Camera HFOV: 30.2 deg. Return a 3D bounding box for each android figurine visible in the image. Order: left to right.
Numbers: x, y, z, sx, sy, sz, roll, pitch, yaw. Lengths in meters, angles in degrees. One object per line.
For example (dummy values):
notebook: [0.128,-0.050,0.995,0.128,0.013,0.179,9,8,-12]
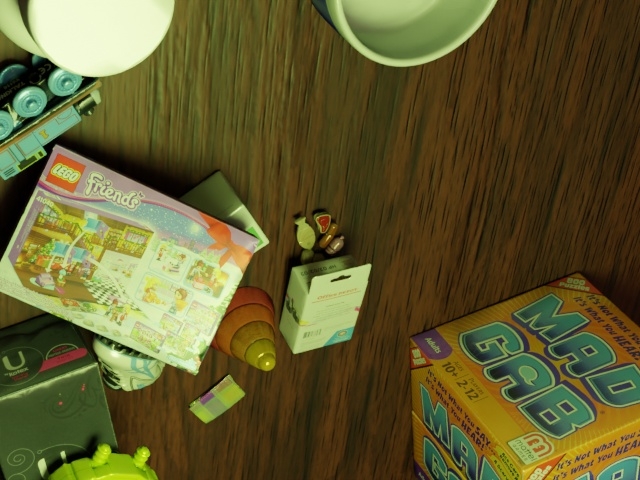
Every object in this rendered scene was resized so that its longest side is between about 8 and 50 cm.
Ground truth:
android figurine: [-0.329,0.394,1.670,0.248,0.056,0.273,11,118,-37]

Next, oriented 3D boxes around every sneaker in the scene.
sneaker: [-0.275,0.173,1.660,0.086,0.085,0.237,-52,169,-7]

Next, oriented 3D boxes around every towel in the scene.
towel: [-0.165,0.255,1.898,0.083,0.009,0.060,-39,134,-1]

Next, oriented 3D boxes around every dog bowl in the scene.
dog bowl: [0.113,-0.370,1.556,0.264,0.104,0.265,-16,129,-21]

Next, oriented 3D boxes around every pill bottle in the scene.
pill bottle: [-0.273,-0.301,1.216,0.187,0.334,0.188,-16,128,-21]

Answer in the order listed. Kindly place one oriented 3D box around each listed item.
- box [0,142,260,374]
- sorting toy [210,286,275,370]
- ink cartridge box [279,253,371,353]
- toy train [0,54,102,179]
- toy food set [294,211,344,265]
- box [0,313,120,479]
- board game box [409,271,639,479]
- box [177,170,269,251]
box: [-0.252,0.025,1.540,0.293,0.057,0.201,26,92,-14]
sorting toy: [-0.184,0.111,1.706,0.365,0.126,0.127,27,106,-41]
ink cartridge box: [0.006,0.086,1.819,0.104,0.062,0.181,-13,141,-24]
toy train: [-0.350,-0.162,1.448,0.184,0.080,0.105,-35,142,-8]
toy food set: [0.000,0.000,1.808,0.078,0.019,0.122,-23,131,-15]
box: [-0.387,0.259,1.676,0.165,0.143,0.270,-20,129,-18]
board game box: [0.397,0.340,2.059,0.356,0.356,0.356,-19,129,-18]
box: [-0.146,-0.020,1.651,0.101,0.102,0.087,-35,131,-3]
